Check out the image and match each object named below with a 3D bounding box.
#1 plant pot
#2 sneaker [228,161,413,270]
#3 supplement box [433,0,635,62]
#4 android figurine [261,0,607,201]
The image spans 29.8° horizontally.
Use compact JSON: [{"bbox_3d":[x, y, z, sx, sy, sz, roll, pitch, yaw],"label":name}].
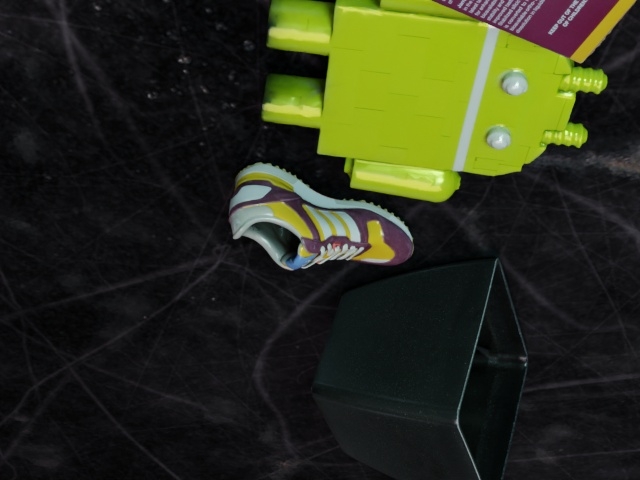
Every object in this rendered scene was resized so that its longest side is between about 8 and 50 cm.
[{"bbox_3d":[0.098,0.138,1.208,0.166,0.188,0.187,4,143,24],"label":"plant pot"},{"bbox_3d":[0.000,0.000,1.112,0.185,0.084,0.069,20,139,-16],"label":"sneaker"},{"bbox_3d":[0.119,-0.213,0.820,0.188,0.104,0.081,19,139,-16],"label":"supplement box"},{"bbox_3d":[0.089,-0.126,0.971,0.272,0.056,0.248,9,141,-1],"label":"android figurine"}]
